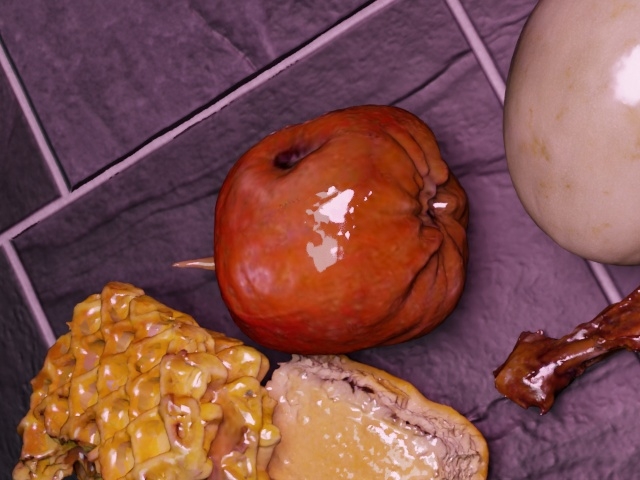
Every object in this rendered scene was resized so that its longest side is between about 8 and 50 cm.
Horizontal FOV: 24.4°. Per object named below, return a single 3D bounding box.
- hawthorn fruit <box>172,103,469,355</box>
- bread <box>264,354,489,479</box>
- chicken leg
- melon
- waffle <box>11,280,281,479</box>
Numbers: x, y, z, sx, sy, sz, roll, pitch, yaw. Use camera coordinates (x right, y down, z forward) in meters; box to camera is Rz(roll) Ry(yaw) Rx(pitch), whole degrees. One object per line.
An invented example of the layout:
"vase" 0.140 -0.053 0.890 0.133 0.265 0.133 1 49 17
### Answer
"hawthorn fruit" 0.021 -0.004 1.438 0.262 0.258 0.258 -43 70 51
"bread" 0.040 0.217 1.475 0.245 0.121 0.174 25 101 21
"chicken leg" 0.303 0.083 1.414 0.304 0.093 0.113 -25 61 25
"melon" 0.292 -0.130 1.333 0.271 0.272 0.308 11 85 20
"waffle" -0.176 0.194 1.474 0.324 0.151 0.261 28 97 49
